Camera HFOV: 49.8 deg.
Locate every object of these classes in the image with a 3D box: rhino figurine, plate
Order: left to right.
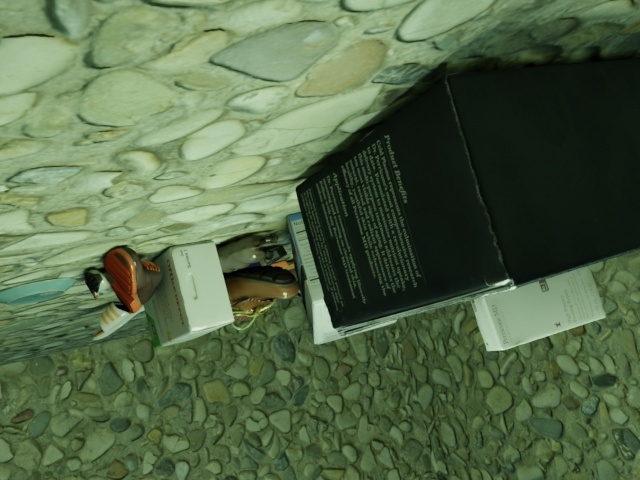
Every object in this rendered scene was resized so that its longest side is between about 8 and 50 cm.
[{"bbox_3d":[-0.657,0.122,1.589,0.188,0.024,0.188,-15,171,-2],"label":"plate"},{"bbox_3d":[-0.222,0.042,1.703,0.243,0.073,0.106,-19,175,33],"label":"rhino figurine"}]

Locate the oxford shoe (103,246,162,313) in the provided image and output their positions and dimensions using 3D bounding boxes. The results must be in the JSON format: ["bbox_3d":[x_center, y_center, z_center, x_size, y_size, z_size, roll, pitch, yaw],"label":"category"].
[{"bbox_3d":[-0.403,0.068,1.504,0.098,0.097,0.271,-40,171,-25],"label":"oxford shoe"}]

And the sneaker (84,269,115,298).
[{"bbox_3d":[-0.497,0.087,1.591,0.075,0.057,0.161,-32,177,-24],"label":"sneaker"}]

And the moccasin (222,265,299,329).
[{"bbox_3d":[-0.202,0.148,1.770,0.380,0.147,0.139,-11,-178,37],"label":"moccasin"}]

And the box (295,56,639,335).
[{"bbox_3d":[0.289,-0.062,1.152,0.479,0.297,0.471,-12,173,-30],"label":"box"}]

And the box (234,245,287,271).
[{"bbox_3d":[-0.213,0.093,1.967,0.225,0.036,0.136,-33,177,25],"label":"box"}]

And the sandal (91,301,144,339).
[{"bbox_3d":[-0.616,0.214,2.168,0.265,0.076,0.102,-35,-171,-8],"label":"sandal"}]

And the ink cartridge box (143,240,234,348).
[{"bbox_3d":[-0.331,0.135,1.661,0.117,0.201,0.278,-11,170,-33],"label":"ink cartridge box"}]

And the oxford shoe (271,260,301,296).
[{"bbox_3d":[-0.047,0.123,2.371,0.363,0.133,0.130,-14,171,-13],"label":"oxford shoe"}]

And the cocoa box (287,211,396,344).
[{"bbox_3d":[0.061,0.076,1.679,0.231,0.228,0.347,-15,157,-5],"label":"cocoa box"}]

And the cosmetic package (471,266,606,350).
[{"bbox_3d":[0.432,0.134,1.376,0.231,0.117,0.085,-17,172,-10],"label":"cosmetic package"}]

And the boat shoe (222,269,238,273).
[{"bbox_3d":[-0.298,0.120,2.101,0.070,0.078,0.219,-20,163,24],"label":"boat shoe"}]
